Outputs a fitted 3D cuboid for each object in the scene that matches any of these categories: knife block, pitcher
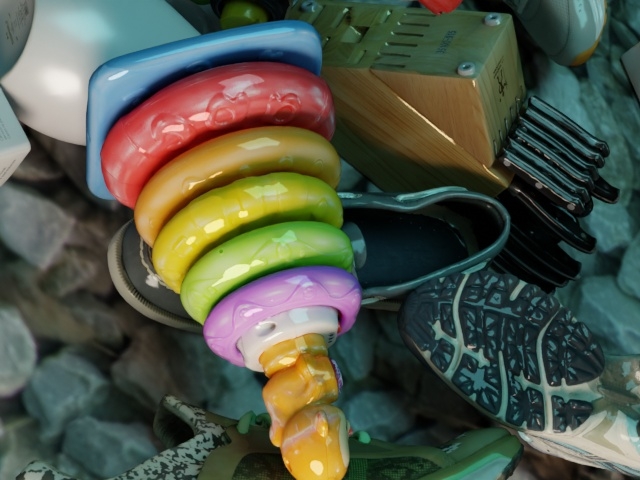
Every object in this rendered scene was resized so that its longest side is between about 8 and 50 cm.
[{"bbox_3d":[0.098,-0.068,1.423,0.275,0.242,0.088,8,44,25],"label":"knife block"},{"bbox_3d":[-0.146,-0.141,1.282,0.207,0.125,0.178,16,35,-37],"label":"pitcher"}]

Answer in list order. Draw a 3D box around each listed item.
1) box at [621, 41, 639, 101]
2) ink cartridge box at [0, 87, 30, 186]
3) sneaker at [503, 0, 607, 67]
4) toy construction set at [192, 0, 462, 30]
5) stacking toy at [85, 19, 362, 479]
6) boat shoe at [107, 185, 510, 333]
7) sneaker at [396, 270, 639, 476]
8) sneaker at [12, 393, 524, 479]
[{"bbox_3d":[0.392,-0.168,1.626,0.170,0.130,0.091,-7,67,-36],"label":"box"},{"bbox_3d":[-0.303,-0.078,1.161,0.175,0.072,0.127,-21,77,-39],"label":"ink cartridge box"},{"bbox_3d":[0.149,-0.256,1.555,0.121,0.099,0.262,-16,66,-30],"label":"sneaker"},{"bbox_3d":[0.026,-0.259,1.338,0.309,0.237,0.257,5,71,-48],"label":"toy construction set"},{"bbox_3d":[-0.037,0.020,1.129,0.165,0.175,0.302,-13,64,-15],"label":"stacking toy"},{"bbox_3d":[0.000,0.000,1.295,0.319,0.099,0.116,0,68,-32],"label":"boat shoe"},{"bbox_3d":[0.170,0.120,1.328,0.283,0.122,0.110,26,63,-17],"label":"sneaker"},{"bbox_3d":[-0.032,0.161,1.165,0.410,0.158,0.182,-12,59,-41],"label":"sneaker"}]
